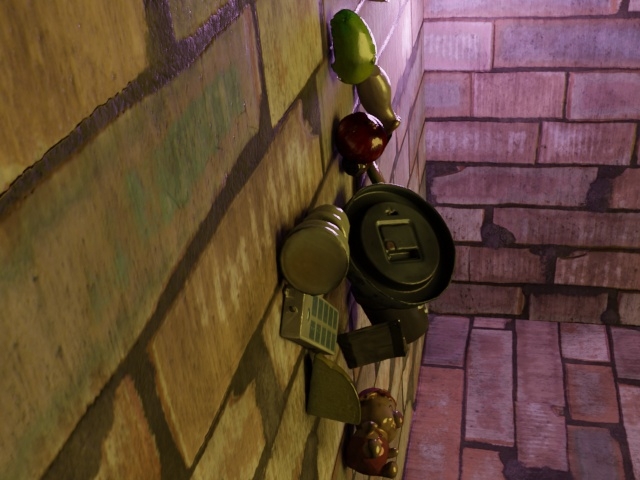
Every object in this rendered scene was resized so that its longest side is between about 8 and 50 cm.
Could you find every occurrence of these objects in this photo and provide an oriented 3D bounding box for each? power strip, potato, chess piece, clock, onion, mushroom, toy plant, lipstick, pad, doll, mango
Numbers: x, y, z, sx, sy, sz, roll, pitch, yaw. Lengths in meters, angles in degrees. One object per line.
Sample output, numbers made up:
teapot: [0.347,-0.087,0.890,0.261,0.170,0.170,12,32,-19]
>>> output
power strip: [-0.017,0.168,1.545,0.367,0.043,0.106,48,46,-71]
potato: [0.041,0.310,1.613,0.081,0.120,0.149,-50,149,-67]
chess piece: [0.000,0.000,1.456,0.243,0.133,0.133,-71,160,-70]
clock: [0.183,0.014,1.834,0.067,0.325,0.325,-43,-150,53]
onion: [0.096,-0.243,1.779,0.131,0.131,0.131,2,90,-77]
mushroom: [0.155,-0.383,2.005,0.088,0.097,0.212,-38,115,-28]
toy plant: [0.166,0.084,2.024,0.400,0.185,0.279,66,33,-26]
lipstick: [0.128,-0.250,2.014,0.418,0.077,0.077,-53,143,-65]
pad: [0.138,0.273,1.968,0.233,0.174,0.022,67,9,-58]
doll: [0.154,0.527,2.106,0.256,0.152,0.196,-80,178,-46]
mango: [0.074,-0.441,1.704,0.119,0.100,0.178,-70,151,-45]

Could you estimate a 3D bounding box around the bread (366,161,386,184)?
bread: [0.174,-0.137,2.098,0.228,0.033,0.228,-24,90,-87]
